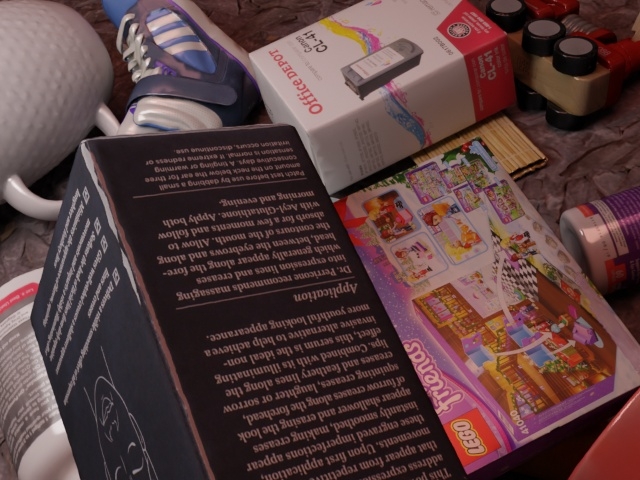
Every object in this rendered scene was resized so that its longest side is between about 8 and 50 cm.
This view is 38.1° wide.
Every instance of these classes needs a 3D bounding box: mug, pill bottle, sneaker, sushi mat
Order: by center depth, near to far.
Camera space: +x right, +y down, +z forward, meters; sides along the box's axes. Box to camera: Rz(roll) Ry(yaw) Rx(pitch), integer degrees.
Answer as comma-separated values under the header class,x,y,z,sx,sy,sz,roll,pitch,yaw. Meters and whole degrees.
class,x,y,z,sx,sy,sz,roll,pitch,yaw
pill bottle,-0.263,0.192,1.034,0.176,0.176,0.318,-29,53,-9
pill bottle,0.385,-0.013,1.063,0.194,0.108,0.108,-18,47,2
sushi mat,0.179,-0.171,1.331,0.151,0.019,0.316,-27,46,-5
sneaker,-0.261,-0.252,1.404,0.323,0.130,0.236,37,56,4
mug,-0.458,-0.185,1.407,0.374,0.276,0.328,43,56,9

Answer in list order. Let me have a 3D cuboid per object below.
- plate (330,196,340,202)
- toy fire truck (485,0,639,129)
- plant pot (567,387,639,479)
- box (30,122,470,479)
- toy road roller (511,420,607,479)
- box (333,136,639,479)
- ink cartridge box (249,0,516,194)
class,x,y,z,sx,sy,sz,roll,pitch,yaw
plate,0.000,0.000,1.197,0.188,0.024,0.188,8,35,-5
toy fire truck,0.379,-0.300,1.309,0.246,0.158,0.217,-24,45,-20
plant pot,0.373,0.219,0.772,0.275,0.275,0.243,-40,61,-18
box,-0.087,0.141,0.826,0.212,0.293,0.395,-9,61,-32
toy road roller,0.176,0.117,0.961,0.241,0.202,0.329,13,59,12
box,0.133,0.058,0.846,0.201,0.057,0.293,-24,59,-11
ink cartridge box,0.085,-0.229,1.311,0.306,0.131,0.226,-26,46,-8
